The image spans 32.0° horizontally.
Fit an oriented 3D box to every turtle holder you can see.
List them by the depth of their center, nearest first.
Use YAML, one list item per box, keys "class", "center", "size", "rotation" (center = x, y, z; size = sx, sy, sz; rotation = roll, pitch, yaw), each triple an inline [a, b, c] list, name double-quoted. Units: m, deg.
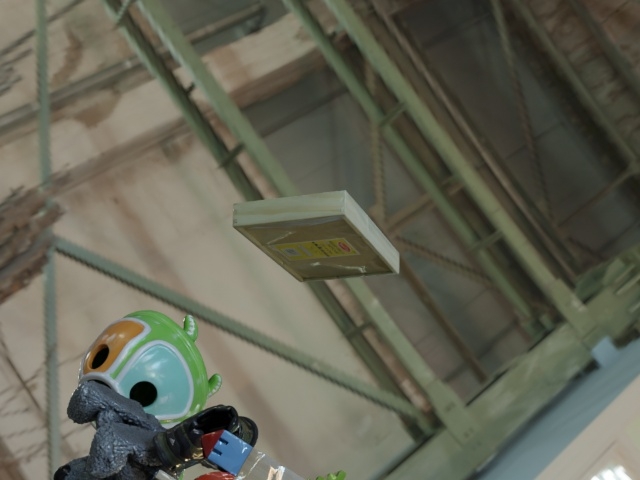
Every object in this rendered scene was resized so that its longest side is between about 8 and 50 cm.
- class: "turtle holder"
  center: [-0.357, 0.309, 2.221]
  size: [0.243, 0.227, 0.320]
  rotation: [16, -63, 25]

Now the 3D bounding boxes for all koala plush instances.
- class: "koala plush"
  center: [-0.347, 0.383, 1.809]
  size: [0.203, 0.221, 0.196]
  rotation: [32, 8, -35]

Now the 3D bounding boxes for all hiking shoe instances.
- class: "hiking shoe"
  center: [-0.155, 0.310, 1.774]
  size: [0.114, 0.227, 0.086]
  rotation: [-36, -109, 27]

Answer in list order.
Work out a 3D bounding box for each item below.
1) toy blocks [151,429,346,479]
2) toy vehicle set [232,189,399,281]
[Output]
- class: "toy blocks"
  center: [-0.164, 0.427, 1.583]
  size: [0.261, 0.381, 0.191]
  rotation: [33, -19, -1]
- class: "toy vehicle set"
  center: [0.000, 0.000, 1.628]
  size: [0.166, 0.035, 0.267]
  rotation: [-5, -21, 19]
